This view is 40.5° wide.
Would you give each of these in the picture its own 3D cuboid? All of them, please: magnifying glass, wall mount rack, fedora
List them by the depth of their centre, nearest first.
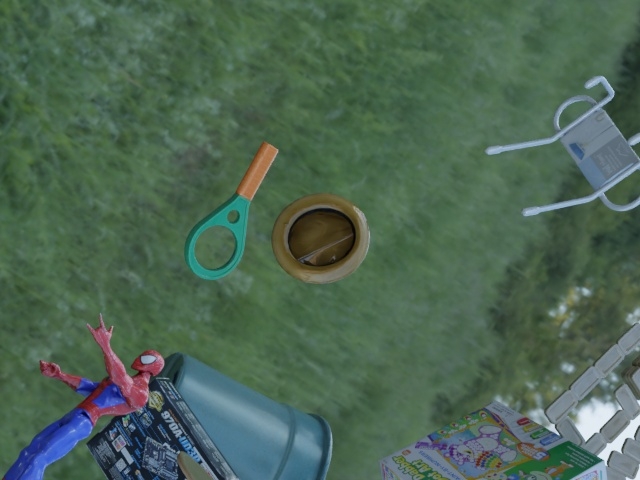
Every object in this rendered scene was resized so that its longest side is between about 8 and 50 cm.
[{"bbox_3d":[-0.133,-0.046,1.344,0.231,0.092,0.026,-60,-146,-1],"label":"magnifying glass"},{"bbox_3d":[0.000,0.000,1.722,0.194,0.194,0.079,-58,176,-9],"label":"fedora"},{"bbox_3d":[0.556,-0.194,1.928,0.304,0.130,0.350,-37,-133,19],"label":"wall mount rack"}]

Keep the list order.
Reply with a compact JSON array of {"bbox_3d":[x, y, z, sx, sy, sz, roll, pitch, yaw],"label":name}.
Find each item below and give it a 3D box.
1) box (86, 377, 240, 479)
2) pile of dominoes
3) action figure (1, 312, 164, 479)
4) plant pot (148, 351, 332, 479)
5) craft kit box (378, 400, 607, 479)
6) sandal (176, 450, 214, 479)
[{"bbox_3d":[-0.264,0.366,1.440,0.175,0.220,0.051,-44,159,8],"label":"box"},{"bbox_3d":[0.489,0.273,1.415,0.251,0.196,0.040,-37,-172,-19],"label":"pile of dominoes"},{"bbox_3d":[-0.307,0.189,0.994,0.280,0.139,0.091,-36,-163,-32],"label":"action figure"},{"bbox_3d":[-0.213,0.410,1.710,0.341,0.334,0.341,-46,-160,21],"label":"plant pot"},{"bbox_3d":[0.258,0.357,1.333,0.247,0.061,0.250,-23,-158,-24],"label":"craft kit box"},{"bbox_3d":[-0.125,0.380,1.083,0.079,0.240,0.088,-44,169,-2],"label":"sandal"}]
